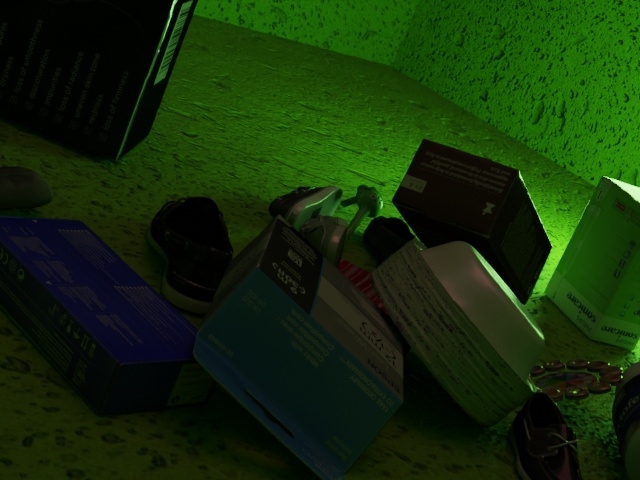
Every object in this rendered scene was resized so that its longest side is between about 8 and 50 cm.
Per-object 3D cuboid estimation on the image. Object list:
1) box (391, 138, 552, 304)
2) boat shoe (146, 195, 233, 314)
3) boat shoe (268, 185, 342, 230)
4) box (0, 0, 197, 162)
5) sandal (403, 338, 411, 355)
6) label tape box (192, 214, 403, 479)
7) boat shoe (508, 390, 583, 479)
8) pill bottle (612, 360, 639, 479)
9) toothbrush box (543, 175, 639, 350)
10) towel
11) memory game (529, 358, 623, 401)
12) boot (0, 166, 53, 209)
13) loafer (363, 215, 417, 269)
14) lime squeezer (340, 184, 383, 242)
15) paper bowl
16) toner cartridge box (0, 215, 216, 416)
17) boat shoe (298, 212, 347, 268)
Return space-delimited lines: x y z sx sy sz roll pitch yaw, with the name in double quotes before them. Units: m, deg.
"box" 0.285 -0.027 2.031 0.191 0.143 0.381 22 -10 26
"boat shoe" -0.192 -0.009 1.700 0.127 0.113 0.340 19 18 -13
"boat shoe" -0.031 -0.071 2.162 0.076 0.080 0.228 30 26 16
"box" -0.486 -0.470 2.074 0.471 0.480 0.297 23 16 -3
"sandal" 0.122 0.161 1.685 0.040 0.067 0.179 42 20 18
"label tape box" -0.015 0.129 1.389 0.249 0.115 0.348 44 13 -9
"boat shoe" 0.316 0.289 1.527 0.084 0.079 0.233 21 19 -12
"pill bottle" 0.523 0.282 1.680 0.153 0.153 0.265 24 17 1
"toothbrush box" 0.602 0.044 2.257 0.122 0.283 0.206 16 18 -25
"towel" 0.024 0.059 1.914 0.274 0.031 0.199 28 17 16
"memory game" 0.389 0.221 1.774 0.186 0.012 0.186 -8 10 1
"boot" -0.466 -0.056 1.591 0.189 0.076 0.208 35 14 28
"loafer" 0.152 0.004 2.122 0.109 0.095 0.302 20 18 -11
"lime squeezer" 0.081 -0.061 2.212 0.058 0.110 0.310 30 16 -7
"paper bowl" 0.210 0.114 1.606 0.284 0.148 0.284 49 9 -10
"toner cartridge box" -0.286 0.083 1.376 0.165 0.075 0.348 5 26 -48
"boat shoe" 0.000 -0.001 1.905 0.081 0.079 0.227 12 9 0
